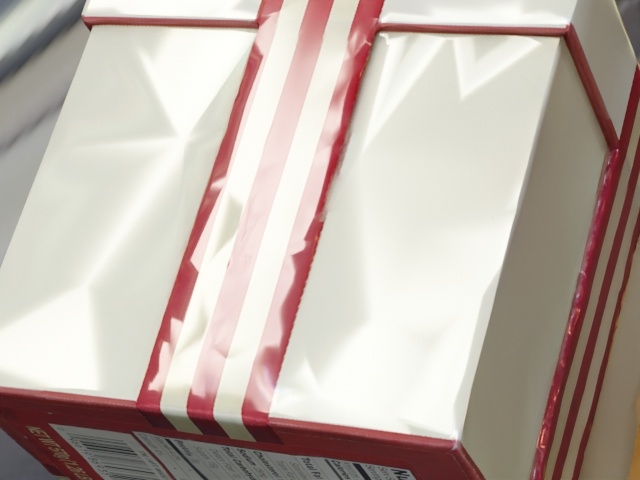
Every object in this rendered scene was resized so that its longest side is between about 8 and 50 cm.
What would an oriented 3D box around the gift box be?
[{"bbox_3d":[0.000,0.000,0.861,0.276,0.258,0.255,8,-27,21],"label":"gift box"}]
